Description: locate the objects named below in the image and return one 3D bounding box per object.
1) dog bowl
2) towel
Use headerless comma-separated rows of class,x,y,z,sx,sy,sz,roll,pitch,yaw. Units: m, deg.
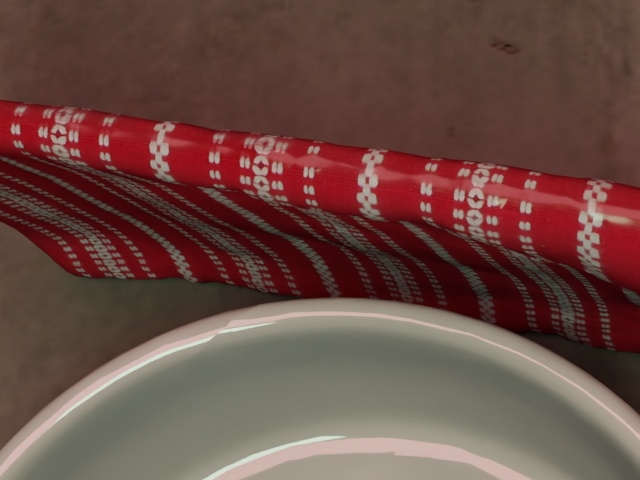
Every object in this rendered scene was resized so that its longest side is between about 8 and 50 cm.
dog bowl,0.005,0.157,0.526,0.265,0.104,0.265,-5,65,10
towel,0.000,0.000,0.550,0.275,0.199,0.031,8,80,17
